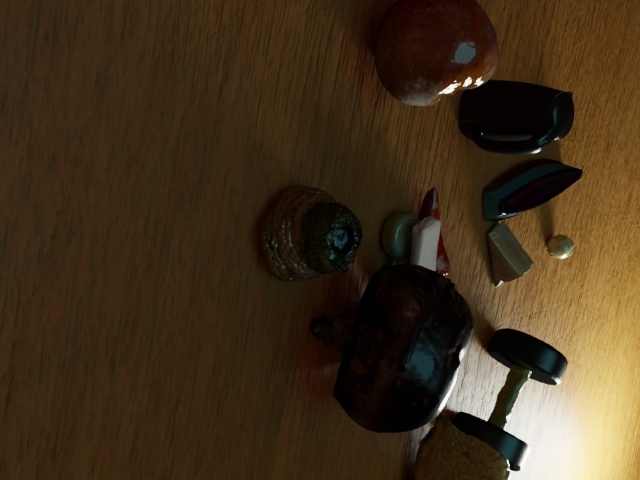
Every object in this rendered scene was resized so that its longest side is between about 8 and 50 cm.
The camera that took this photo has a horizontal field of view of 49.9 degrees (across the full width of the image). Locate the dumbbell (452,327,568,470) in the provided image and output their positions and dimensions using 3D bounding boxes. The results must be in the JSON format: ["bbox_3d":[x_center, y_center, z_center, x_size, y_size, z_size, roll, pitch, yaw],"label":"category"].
[{"bbox_3d":[0.490,0.411,1.792,0.204,0.204,0.322,40,73,-42],"label":"dumbbell"}]

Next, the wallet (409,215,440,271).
[{"bbox_3d":[0.223,0.039,1.488,0.095,0.033,0.190,-26,125,-49],"label":"wallet"}]

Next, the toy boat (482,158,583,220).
[{"bbox_3d":[0.566,-0.142,1.815,0.392,0.079,0.136,-22,117,-35],"label":"toy boat"}]

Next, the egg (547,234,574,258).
[{"bbox_3d":[0.692,0.019,1.973,0.083,0.071,0.071,-6,105,-46],"label":"egg"}]

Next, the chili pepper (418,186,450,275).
[{"bbox_3d":[0.253,0.008,1.553,0.071,0.063,0.272,-24,117,-25],"label":"chili pepper"}]

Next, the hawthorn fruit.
[{"bbox_3d":[0.225,-0.381,1.309,0.235,0.231,0.263,2,104,-55],"label":"hawthorn fruit"}]

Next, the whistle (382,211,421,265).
[{"bbox_3d":[0.179,0.035,1.494,0.104,0.057,0.198,-10,107,-41],"label":"whistle"}]

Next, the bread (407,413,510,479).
[{"bbox_3d":[0.378,0.581,1.700,0.279,0.248,0.315,0,114,-49],"label":"bread"}]

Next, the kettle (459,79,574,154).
[{"bbox_3d":[0.431,-0.273,1.532,0.202,0.232,0.144,-44,127,-26],"label":"kettle"}]

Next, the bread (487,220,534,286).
[{"bbox_3d":[0.471,0.037,1.800,0.077,0.105,0.152,-35,91,-32],"label":"bread"}]

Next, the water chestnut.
[{"bbox_3d":[0.129,0.200,1.351,0.350,0.302,0.350,19,90,-81],"label":"water chestnut"}]

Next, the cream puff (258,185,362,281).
[{"bbox_3d":[0.000,0.000,1.236,0.183,0.169,0.183,-14,111,-43],"label":"cream puff"}]
